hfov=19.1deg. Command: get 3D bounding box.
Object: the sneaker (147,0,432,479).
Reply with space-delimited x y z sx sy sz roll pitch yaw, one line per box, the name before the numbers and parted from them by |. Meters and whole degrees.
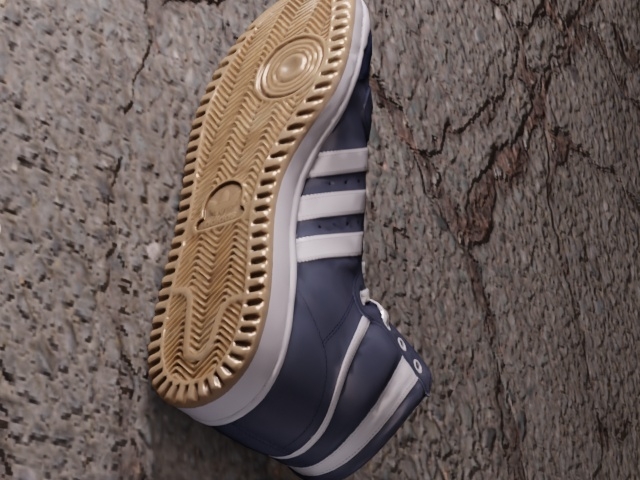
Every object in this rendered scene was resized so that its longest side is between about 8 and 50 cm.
sneaker | 0.000 0.000 1.074 0.153 0.099 0.282 41 51 -39
